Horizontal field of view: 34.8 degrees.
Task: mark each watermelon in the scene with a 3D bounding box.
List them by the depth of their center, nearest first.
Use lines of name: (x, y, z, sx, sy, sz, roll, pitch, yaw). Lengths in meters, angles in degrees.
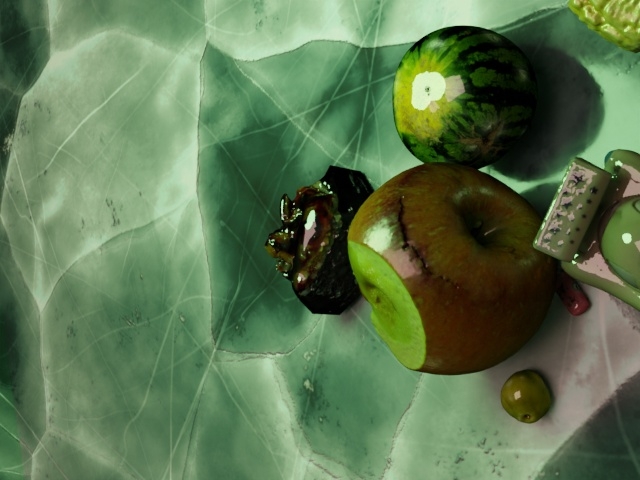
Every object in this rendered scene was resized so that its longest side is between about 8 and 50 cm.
watermelon: (0.255, -0.256, 1.844, 0.269, 0.269, 0.269, -3, 86, 44)

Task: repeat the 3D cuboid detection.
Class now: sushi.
sushi: (0.001, 0.000, 2.097, 0.227, 0.212, 0.215, -47, 57, 30)

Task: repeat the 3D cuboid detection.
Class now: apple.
apple: (0.210, 0.056, 1.784, 0.374, 0.383, 0.375, -162, 90, -75)

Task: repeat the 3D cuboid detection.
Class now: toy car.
toy car: (0.534, 0.012, 1.575, 0.336, 0.226, 0.242, 37, 112, 40)

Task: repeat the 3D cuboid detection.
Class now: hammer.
hammer: (0.439, 0.092, 1.790, 0.043, 0.043, 0.083, -48, 56, 31)

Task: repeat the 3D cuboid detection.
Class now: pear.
pear: (0.365, 0.277, 1.824, 0.092, 0.092, 0.097, -31, 25, 38)

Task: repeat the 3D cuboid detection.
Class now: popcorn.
popcorn: (0.536, -0.408, 1.643, 0.285, 0.173, 0.225, 2, 104, 33)
